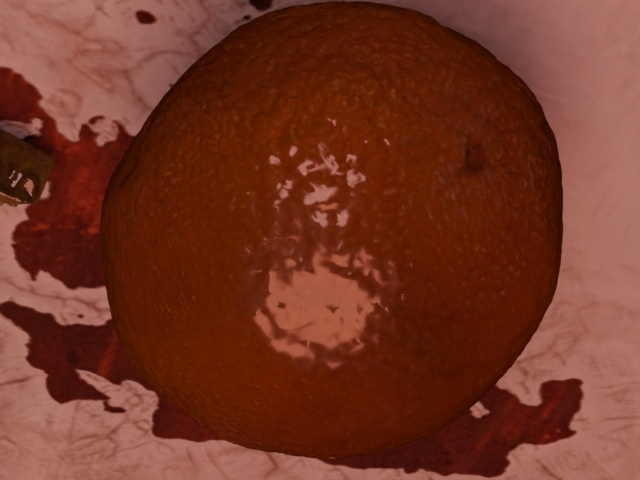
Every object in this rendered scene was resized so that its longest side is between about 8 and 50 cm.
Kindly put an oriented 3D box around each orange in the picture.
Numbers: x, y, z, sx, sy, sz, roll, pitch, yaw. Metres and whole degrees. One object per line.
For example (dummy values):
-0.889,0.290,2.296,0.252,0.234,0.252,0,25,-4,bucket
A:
0.000,0.000,1.251,0.322,0.322,0.357,29,142,-21,orange

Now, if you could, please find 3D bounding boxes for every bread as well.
-0.275,-0.062,1.393,0.110,0.060,0.066,26,118,-20,bread
